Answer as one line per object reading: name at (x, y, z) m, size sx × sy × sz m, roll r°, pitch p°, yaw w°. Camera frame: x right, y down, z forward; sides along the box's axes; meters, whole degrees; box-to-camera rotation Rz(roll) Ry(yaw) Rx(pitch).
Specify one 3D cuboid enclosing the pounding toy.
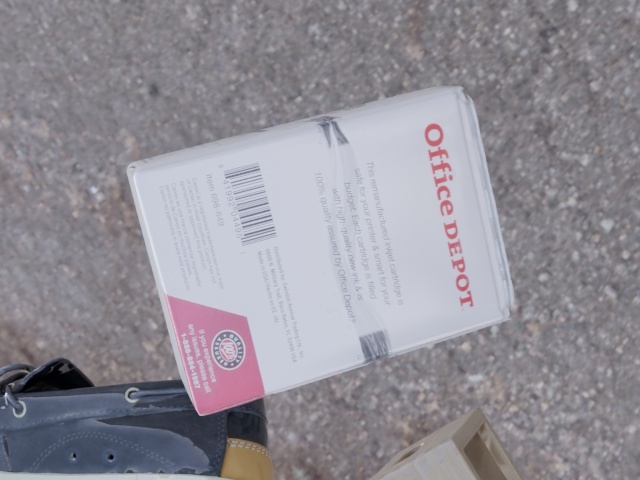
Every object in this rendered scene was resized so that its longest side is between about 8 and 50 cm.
pounding toy at (0.093, 0.197, 0.675) m, size 0.100 × 0.141 × 0.130 m, roll -33°, pitch 82°, yaw 15°

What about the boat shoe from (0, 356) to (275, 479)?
boat shoe at (-0.279, 0.204, 1.015) m, size 0.500 × 0.156 × 0.187 m, roll -1°, pitch 153°, yaw 15°

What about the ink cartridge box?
ink cartridge box at (0.000, 0.000, 0.662) m, size 0.092 × 0.218 × 0.158 m, roll -155°, pitch 51°, yaw -74°
